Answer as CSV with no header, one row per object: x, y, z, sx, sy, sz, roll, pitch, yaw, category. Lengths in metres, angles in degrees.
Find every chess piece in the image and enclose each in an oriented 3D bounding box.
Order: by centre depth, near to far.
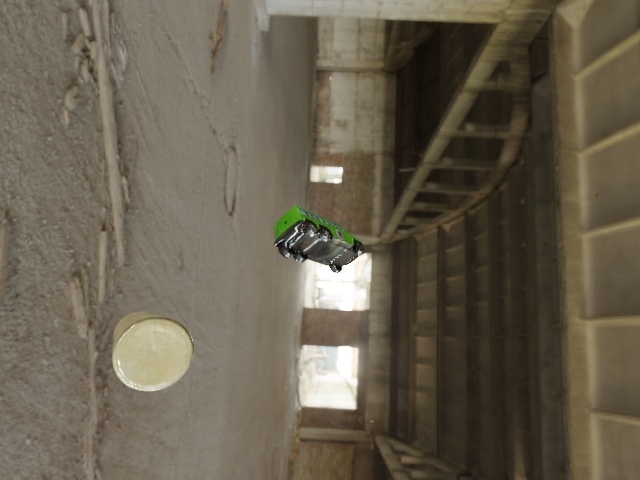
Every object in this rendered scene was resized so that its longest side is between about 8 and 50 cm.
-0.415,0.241,1.237,0.300,0.167,0.167,-2,-95,63,chess piece

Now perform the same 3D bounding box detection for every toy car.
0.000,0.000,0.848,0.071,0.165,0.062,-40,-129,27,toy car
